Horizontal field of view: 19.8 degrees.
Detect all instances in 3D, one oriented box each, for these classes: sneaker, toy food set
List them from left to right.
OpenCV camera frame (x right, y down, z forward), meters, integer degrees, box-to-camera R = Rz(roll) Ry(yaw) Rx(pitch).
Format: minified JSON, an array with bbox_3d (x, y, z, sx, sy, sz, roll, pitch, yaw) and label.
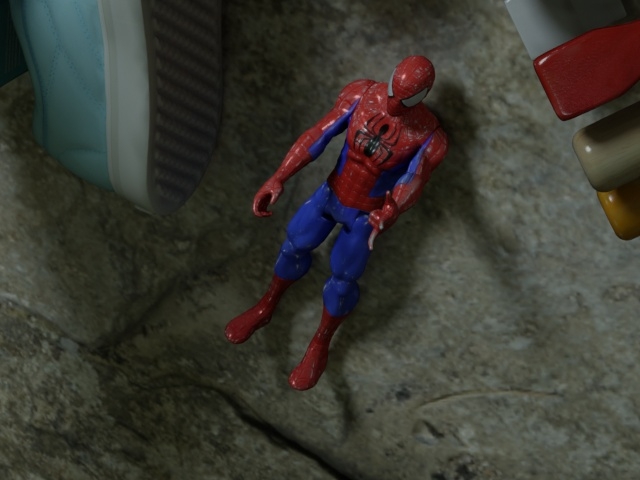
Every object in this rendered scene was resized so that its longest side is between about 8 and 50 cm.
[{"bbox_3d":[-0.146,-0.185,1.184,0.150,0.135,0.366,20,126,18],"label":"sneaker"},{"bbox_3d":[0.170,-0.121,1.045,0.104,0.111,0.232,-26,92,9],"label":"toy food set"}]

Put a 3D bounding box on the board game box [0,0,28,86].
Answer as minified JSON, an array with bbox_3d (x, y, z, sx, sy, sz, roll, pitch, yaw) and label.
[{"bbox_3d":[-0.297,-0.169,1.156,0.079,0.336,0.254,24,128,19],"label":"board game box"}]

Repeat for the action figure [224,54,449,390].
[{"bbox_3d":[0.000,0.000,1.205,0.091,0.139,0.280,34,128,10],"label":"action figure"}]
